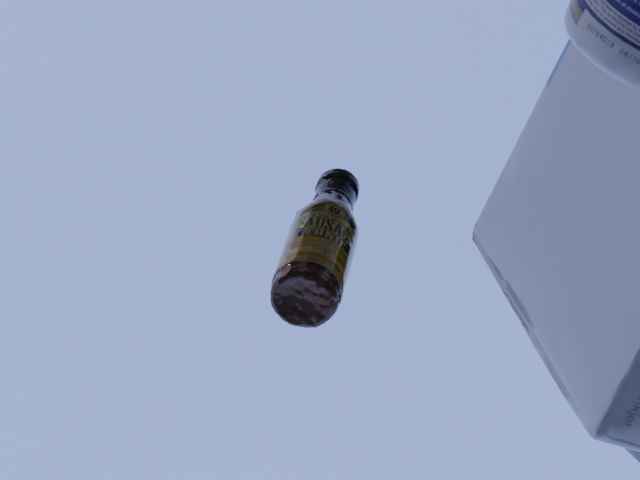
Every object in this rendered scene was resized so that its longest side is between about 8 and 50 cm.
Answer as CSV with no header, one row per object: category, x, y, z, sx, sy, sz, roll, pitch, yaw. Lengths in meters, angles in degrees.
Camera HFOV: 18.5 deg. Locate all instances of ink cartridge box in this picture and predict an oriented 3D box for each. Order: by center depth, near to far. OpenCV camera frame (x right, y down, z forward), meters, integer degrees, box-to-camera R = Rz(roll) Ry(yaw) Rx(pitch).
ink cartridge box,0.254,-0.004,0.945,0.270,0.198,0.197,16,-156,-21

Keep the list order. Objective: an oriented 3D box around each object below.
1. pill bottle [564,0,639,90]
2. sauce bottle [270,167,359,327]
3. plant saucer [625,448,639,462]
pill bottle,0.148,-0.120,0.755,0.067,0.120,0.067,17,-146,-12
sauce bottle,0.000,0.000,1.128,0.042,0.042,0.128,11,-146,1
plant saucer,0.354,0.017,1.293,0.400,0.400,0.100,6,-167,-2
